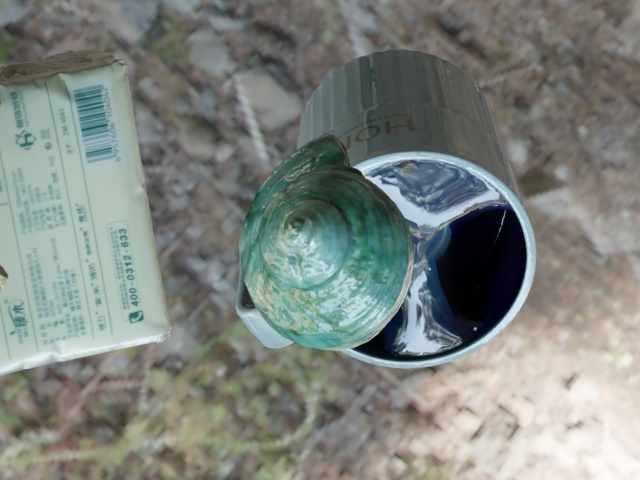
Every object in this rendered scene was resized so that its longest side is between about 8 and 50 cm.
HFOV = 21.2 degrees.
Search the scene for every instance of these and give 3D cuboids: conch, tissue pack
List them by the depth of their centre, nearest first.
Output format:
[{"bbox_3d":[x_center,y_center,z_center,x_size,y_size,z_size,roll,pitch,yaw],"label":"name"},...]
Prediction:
[{"bbox_3d":[-0.002,0.000,1.495,0.202,0.134,0.196,137,116,-73],"label":"conch"},{"bbox_3d":[-0.373,-0.037,2.187,0.207,0.297,0.380,-158,59,-67],"label":"tissue pack"}]

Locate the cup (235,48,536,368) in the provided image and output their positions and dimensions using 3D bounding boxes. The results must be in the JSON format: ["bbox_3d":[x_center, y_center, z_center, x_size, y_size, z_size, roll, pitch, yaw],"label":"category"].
[{"bbox_3d":[0.079,-0.022,1.932,0.257,0.311,0.331,23,116,-13],"label":"cup"}]

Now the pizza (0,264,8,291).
[{"bbox_3d":[-0.427,0.036,1.443,0.280,0.287,0.075,20,128,20],"label":"pizza"}]
